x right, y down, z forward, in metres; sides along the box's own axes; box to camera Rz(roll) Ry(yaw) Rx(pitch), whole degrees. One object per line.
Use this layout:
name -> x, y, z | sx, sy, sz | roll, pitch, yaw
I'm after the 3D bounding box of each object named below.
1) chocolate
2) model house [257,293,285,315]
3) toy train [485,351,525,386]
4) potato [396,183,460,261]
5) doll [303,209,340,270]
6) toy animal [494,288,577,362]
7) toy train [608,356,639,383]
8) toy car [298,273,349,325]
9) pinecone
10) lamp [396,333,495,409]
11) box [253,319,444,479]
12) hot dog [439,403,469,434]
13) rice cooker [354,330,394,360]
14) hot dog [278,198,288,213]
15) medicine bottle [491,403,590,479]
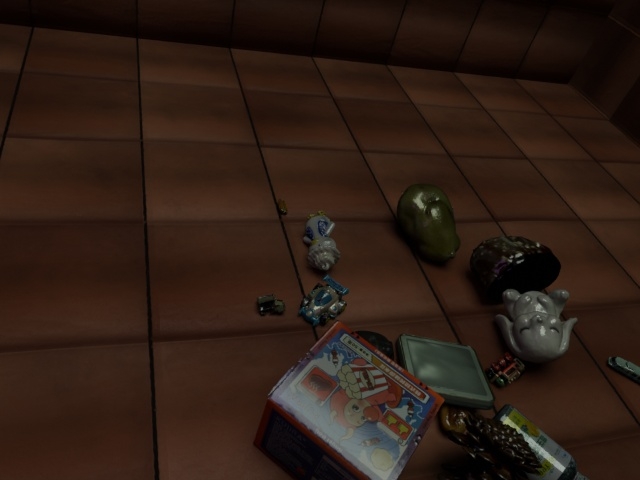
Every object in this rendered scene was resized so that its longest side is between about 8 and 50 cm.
chocolate -> 0.719, 0.087, 1.993 | 0.340, 0.225, 0.210 | -6, 38, -24
model house -> -0.159, 0.204, 1.691 | 0.083, 0.057, 0.058 | -14, 21, -6
toy train -> 0.601, 0.425, 1.707 | 0.138, 0.050, 0.087 | -22, 58, -35
potato -> 0.434, -0.069, 2.082 | 0.218, 0.202, 0.351 | -7, 59, -41
doll -> 0.000, 0.000, 1.912 | 0.138, 0.119, 0.293 | -26, 42, 16
toy animal -> 0.737, 0.300, 1.771 | 0.271, 0.206, 0.265 | -2, 31, 14
toy train -> 1.114, 0.471, 1.836 | 0.207, 0.047, 0.043 | 31, 42, 13
toy car -> 0.006, 0.194, 1.716 | 0.126, 0.098, 0.161 | 35, 43, 22
pinecone -> 0.403, 0.589, 1.316 | 0.246, 0.246, 0.292 | 31, 81, 15
lamp -> 0.379, 0.398, 1.617 | 0.269, 0.047, 0.266 | 12, 28, -5
box -> 0.070, 0.460, 1.335 | 0.348, 0.257, 0.318 | 35, 45, 18
hot dog -> 0.393, 0.510, 1.543 | 0.090, 0.060, 0.140 | 21, 48, -2
rice cooker -> 0.140, 0.342, 1.600 | 0.165, 0.106, 0.112 | 13, 41, -11
hot dog -> -0.150, -0.133, 2.074 | 0.037, 0.021, 0.083 | 22, 34, -28
medicine bottle -> 0.595, 0.602, 1.446 | 0.293, 0.141, 0.141 | 40, 46, 22
